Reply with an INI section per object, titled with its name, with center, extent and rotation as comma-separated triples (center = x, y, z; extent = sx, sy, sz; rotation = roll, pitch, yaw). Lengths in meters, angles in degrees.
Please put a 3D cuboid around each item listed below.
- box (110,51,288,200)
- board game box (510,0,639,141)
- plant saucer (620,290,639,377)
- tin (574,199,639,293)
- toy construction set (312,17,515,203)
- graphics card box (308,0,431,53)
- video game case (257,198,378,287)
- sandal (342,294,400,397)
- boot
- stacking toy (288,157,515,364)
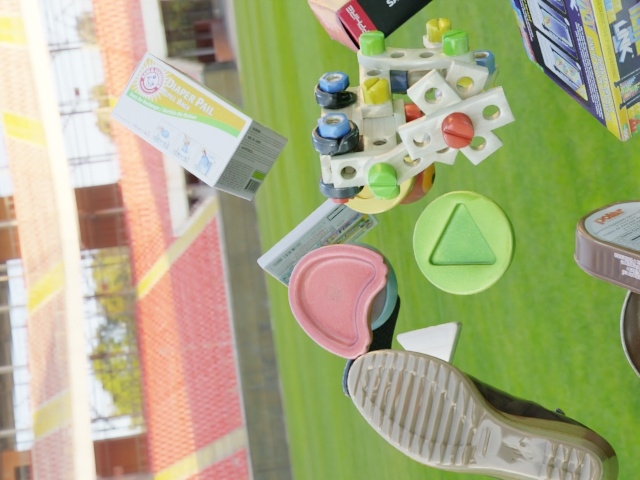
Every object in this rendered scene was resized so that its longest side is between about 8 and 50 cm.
[box]
center = -0.167, -0.156, 1.288
extent = 0.103, 0.203, 0.114
rotation = -58, -24, 6
[board game box]
center = 0.196, -0.178, 0.719
extent = 0.141, 0.048, 0.170
rotation = 56, 180, 42
[plant saucer]
center = 0.555, 0.096, 1.243
extent = 0.050, 0.310, 0.311
rotation = -72, -20, -59
[tin]
center = 0.294, 0.011, 0.763
extent = 0.189, 0.106, 0.040
rotation = 25, 126, 49
[toy construction set]
center = 0.101, -0.135, 1.001
extent = 0.328, 0.215, 0.151
rotation = -82, -15, -69
[graphics card box]
center = 0.163, -0.465, 1.548
extent = 0.094, 0.371, 0.233
rotation = 51, -177, -22
[video game case]
center = 0.000, 0.000, 1.724
extent = 0.023, 0.212, 0.193
rotation = 50, -178, 24
[sandal]
center = 0.075, 0.155, 1.405
extent = 0.040, 0.067, 0.179
rotation = -23, 43, 57
[boot]
center = 0.157, 0.178, 0.895
extent = 0.090, 0.248, 0.207
rotation = -67, -18, -3
[stacking toy]
center = 0.122, 0.022, 1.277
extent = 0.130, 0.279, 0.309
rotation = -5, -60, -63
